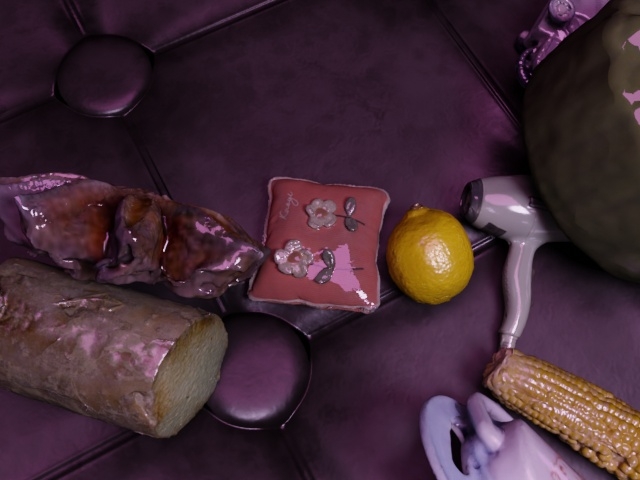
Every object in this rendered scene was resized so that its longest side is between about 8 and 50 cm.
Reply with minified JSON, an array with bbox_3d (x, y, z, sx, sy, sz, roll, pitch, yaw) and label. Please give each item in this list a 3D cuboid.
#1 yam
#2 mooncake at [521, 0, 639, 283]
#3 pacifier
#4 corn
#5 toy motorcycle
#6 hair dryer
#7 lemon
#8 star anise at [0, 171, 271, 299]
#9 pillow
[{"bbox_3d":[-0.257,0.123,0.782,0.267,0.161,0.161,17,69,6],"label":"yam"},{"bbox_3d":[0.430,-0.130,0.815,0.356,0.194,0.357,8,70,-24],"label":"mooncake"},{"bbox_3d":[0.173,0.298,0.723,0.226,0.238,0.287,-42,101,16],"label":"pacifier"},{"bbox_3d":[0.322,0.216,0.775,0.288,0.086,0.087,30,71,5],"label":"corn"},{"bbox_3d":[0.392,-0.301,0.985,0.170,0.110,0.260,30,76,-1],"label":"toy motorcycle"},{"bbox_3d":[0.308,0.039,0.877,0.229,0.092,0.267,-8,82,-9],"label":"hair dryer"},{"bbox_3d":[0.136,0.018,0.852,0.109,0.109,0.133,-21,94,-8],"label":"lemon"},{"bbox_3d":[-0.215,-0.003,0.773,0.331,0.332,0.118,17,87,6],"label":"star anise"},{"bbox_3d":[0.000,0.000,0.876,0.171,0.075,0.179,6,67,7],"label":"pillow"}]
